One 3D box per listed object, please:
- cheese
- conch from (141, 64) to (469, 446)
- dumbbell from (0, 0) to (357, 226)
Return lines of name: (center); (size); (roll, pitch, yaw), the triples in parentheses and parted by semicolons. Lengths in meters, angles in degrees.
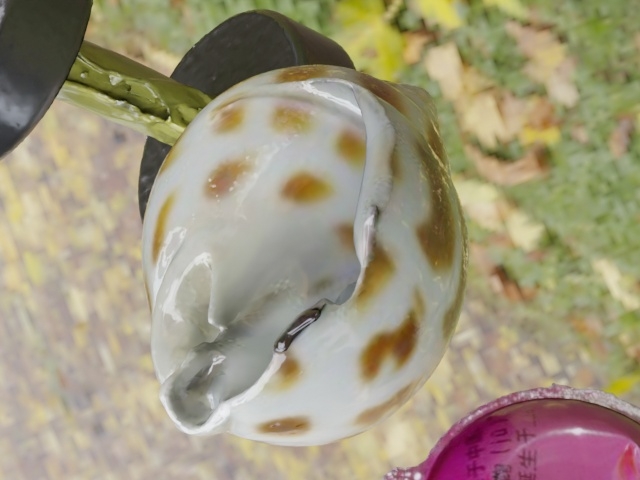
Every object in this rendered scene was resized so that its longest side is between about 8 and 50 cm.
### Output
cheese: (0.147, 0.137, 0.905); (0.062, 0.244, 0.155); (100, 172, -60)
conch: (0.000, 0.000, 0.984); (0.183, 0.275, 0.149); (-15, 137, 32)
dumbbell: (-0.146, -0.111, 1.445); (0.204, 0.322, 0.204); (-29, 49, 41)
